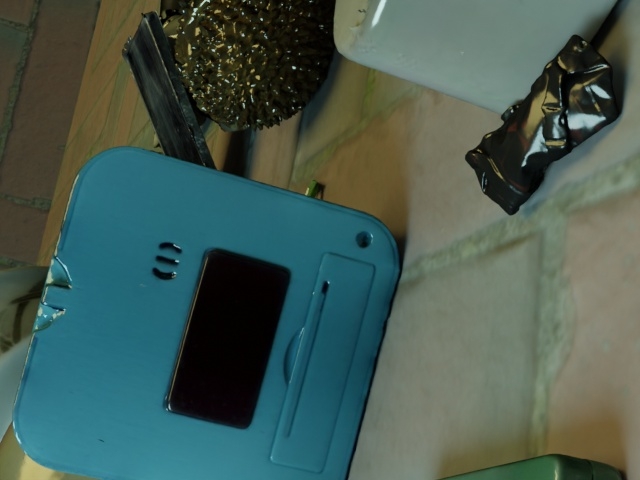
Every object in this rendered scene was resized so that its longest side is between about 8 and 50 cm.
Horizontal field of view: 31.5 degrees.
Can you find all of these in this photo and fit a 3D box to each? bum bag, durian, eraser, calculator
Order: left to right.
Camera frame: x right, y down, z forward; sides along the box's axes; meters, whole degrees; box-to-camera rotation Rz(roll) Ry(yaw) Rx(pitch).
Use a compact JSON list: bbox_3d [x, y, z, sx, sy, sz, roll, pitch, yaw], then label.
[{"bbox_3d":[-0.171,-0.130,1.348,0.262,0.021,0.161,68,159,1],"label":"calculator"},{"bbox_3d":[-0.060,-0.209,1.163,0.196,0.167,0.196,-22,55,34],"label":"durian"},{"bbox_3d":[0.130,-0.065,0.670,0.124,0.034,0.058,-51,55,48],"label":"bum bag"},{"bbox_3d":[0.135,-0.277,0.667,0.331,0.150,0.331,-164,90,-73],"label":"eraser"}]

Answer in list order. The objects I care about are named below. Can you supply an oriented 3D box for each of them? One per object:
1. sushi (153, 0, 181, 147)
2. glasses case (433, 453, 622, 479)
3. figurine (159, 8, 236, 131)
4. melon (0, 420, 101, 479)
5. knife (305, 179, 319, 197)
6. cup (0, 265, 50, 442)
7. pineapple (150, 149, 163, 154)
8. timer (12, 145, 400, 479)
[{"bbox_3d":[-0.161,-0.244,1.534,0.134,0.109,0.273,-118,33,-57],"label":"sushi"},{"bbox_3d":[0.087,0.164,0.601,0.184,0.039,0.078,144,138,-60],"label":"glasses case"},{"bbox_3d":[-0.139,-0.214,1.373,0.147,0.126,0.192,-51,60,25],"label":"figurine"},{"bbox_3d":[-0.191,0.256,1.009,0.223,0.223,0.317,-172,91,-70],"label":"melon"},{"bbox_3d":[-0.003,-0.001,1.004,0.166,0.022,0.078,-128,52,-67],"label":"knife"},{"bbox_3d":[-0.273,0.206,1.186,0.163,0.347,0.347,9,83,50],"label":"cup"},{"bbox_3d":[-0.273,-0.006,1.576,0.250,0.139,0.164,-48,33,45],"label":"pineapple"},{"bbox_3d":[-0.086,0.066,0.836,0.091,0.250,0.232,7,81,69],"label":"timer"}]
